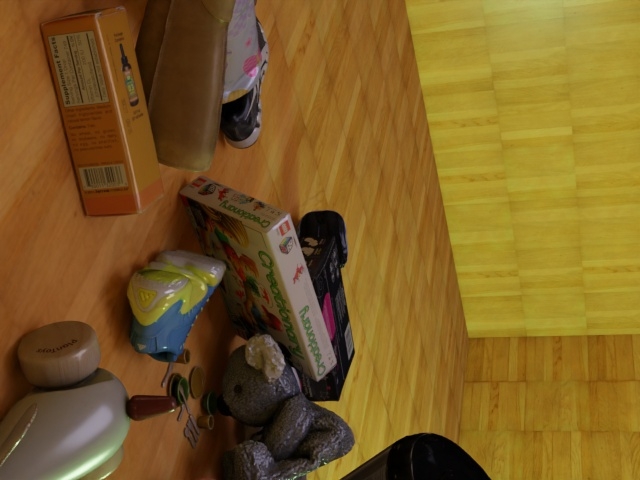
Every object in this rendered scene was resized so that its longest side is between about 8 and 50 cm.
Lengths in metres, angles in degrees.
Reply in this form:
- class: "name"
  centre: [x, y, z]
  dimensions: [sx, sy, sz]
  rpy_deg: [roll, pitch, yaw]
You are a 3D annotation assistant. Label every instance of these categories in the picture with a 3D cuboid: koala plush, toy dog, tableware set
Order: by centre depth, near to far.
- class: "toy dog"
  centre: [-0.248, 0.219, 0.903]
  dimensions: [0.334, 0.160, 0.220]
  rpy_deg: [-77, 157, -43]
- class: "tableware set"
  centre: [-0.181, 0.218, 1.371]
  dimensions: [0.104, 0.024, 0.154]
  rpy_deg: [-75, 155, -47]
- class: "koala plush"
  centre: [-0.075, 0.252, 1.441]
  dimensions: [0.196, 0.203, 0.221]
  rpy_deg: [125, -57, -70]

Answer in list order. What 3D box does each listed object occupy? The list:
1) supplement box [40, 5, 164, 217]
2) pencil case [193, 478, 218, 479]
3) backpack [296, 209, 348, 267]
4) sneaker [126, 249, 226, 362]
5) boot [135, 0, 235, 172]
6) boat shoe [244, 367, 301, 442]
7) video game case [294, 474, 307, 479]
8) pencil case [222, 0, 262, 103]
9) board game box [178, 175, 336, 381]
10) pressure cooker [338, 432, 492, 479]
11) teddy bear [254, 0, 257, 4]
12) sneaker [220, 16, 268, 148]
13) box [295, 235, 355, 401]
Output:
- class: "supplement box"
  centre: [-0.251, -0.149, 1.112]
  dimensions: [0.078, 0.080, 0.234]
  rpy_deg: [-54, 140, -66]
- class: "pencil case"
  centre: [-0.108, 0.455, 1.332]
  dimensions: [0.386, 0.167, 0.160]
  rpy_deg: [58, 23, -58]
- class: "backpack"
  centre: [0.000, 0.000, 1.889]
  dimensions: [0.084, 0.105, 0.114]
  rpy_deg: [132, -44, -82]
- class: "sneaker"
  centre: [-0.199, 0.087, 1.267]
  dimensions: [0.240, 0.091, 0.126]
  rpy_deg: [-23, 127, -73]
- class: "boot"
  centre: [-0.214, -0.244, 1.159]
  dimensions: [0.089, 0.236, 0.270]
  rpy_deg: [-29, 139, -62]
- class: "boat shoe"
  centre: [-0.078, 0.311, 1.559]
  dimensions: [0.084, 0.095, 0.258]
  rpy_deg: [62, 25, -85]
- class: "video game case"
  centre: [-0.082, 0.404, 1.498]
  dimensions: [0.011, 0.122, 0.087]
  rpy_deg: [95, -4, -74]
- class: "pencil case"
  centre: [-0.150, -0.302, 1.310]
  dimensions: [0.124, 0.113, 0.273]
  rpy_deg: [-53, 165, -21]
- class: "board game box"
  centre: [-0.089, 0.059, 1.423]
  dimensions: [0.053, 0.193, 0.305]
  rpy_deg: [-41, 134, -27]
- class: "pressure cooker"
  centre: [0.110, 0.574, 1.643]
  dimensions: [0.376, 0.420, 0.370]
  rpy_deg: [55, 21, 9]
- class: "teddy bear"
  centre: [-0.166, -0.458, 1.396]
  dimensions: [0.245, 0.113, 0.338]
  rpy_deg: [-41, 126, -67]
- class: "sneaker"
  centre: [-0.134, -0.272, 1.523]
  dimensions: [0.106, 0.078, 0.234]
  rpy_deg: [31, 59, -73]
- class: "box"
  centre: [-0.037, 0.136, 1.667]
  dimensions: [0.163, 0.142, 0.247]
  rpy_deg: [-65, 149, -60]
